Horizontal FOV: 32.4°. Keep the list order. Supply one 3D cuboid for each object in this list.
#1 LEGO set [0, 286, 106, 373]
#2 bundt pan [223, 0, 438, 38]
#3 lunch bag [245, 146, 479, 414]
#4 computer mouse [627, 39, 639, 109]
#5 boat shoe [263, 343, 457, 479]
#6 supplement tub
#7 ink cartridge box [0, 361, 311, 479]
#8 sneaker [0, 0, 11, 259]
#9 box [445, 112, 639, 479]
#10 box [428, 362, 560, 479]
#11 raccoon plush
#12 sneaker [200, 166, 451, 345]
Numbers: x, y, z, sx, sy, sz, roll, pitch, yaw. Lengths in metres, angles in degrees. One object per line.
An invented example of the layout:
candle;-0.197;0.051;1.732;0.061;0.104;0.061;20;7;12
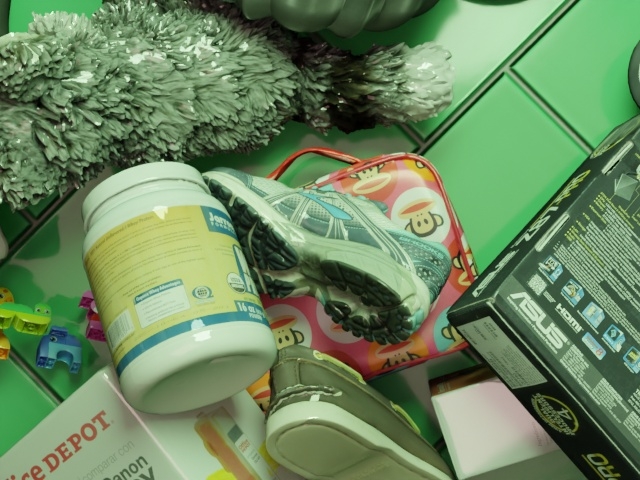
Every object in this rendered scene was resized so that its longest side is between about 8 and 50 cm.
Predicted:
LEGO set;-0.332;0.078;1.221;0.227;0.093;0.087;13;129;-22
bundt pan;-0.009;-0.312;1.103;0.331;0.331;0.124;19;128;4
lunch bag;0.012;0.029;1.179;0.293;0.120;0.258;-19;89;5
computer mouse;0.443;-0.197;1.176;0.272;0.072;0.188;-24;87;-8
boat shoe;0.053;0.214;1.123;0.117;0.324;0.096;-28;45;22
supplement tub;-0.136;0.043;1.015;0.144;0.144;0.199;-24;66;4
ink cartridge box;-0.145;0.316;1.127;0.279;0.160;0.384;-39;87;30
sneaker;-0.367;-0.129;1.215;0.146;0.122;0.330;18;72;-29
box;0.357;0.109;1.077;0.395;0.097;0.318;47;65;-5
box;0.208;0.172;1.160;0.170;0.130;0.091;-18;90;4
raccoon plush;-0.113;-0.158;1.054;0.446;0.299;0.216;-8;108;17
sneaker;0.000;0.000;1.089;0.283;0.122;0.110;29;136;24
